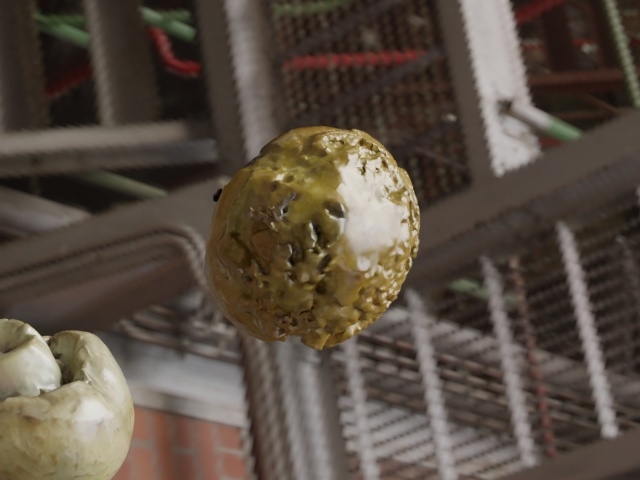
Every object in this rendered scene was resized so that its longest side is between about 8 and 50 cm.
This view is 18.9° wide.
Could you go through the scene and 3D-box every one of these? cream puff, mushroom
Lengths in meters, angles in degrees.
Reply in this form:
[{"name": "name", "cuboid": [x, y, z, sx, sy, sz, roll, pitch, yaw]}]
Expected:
[{"name": "cream puff", "cuboid": [0.000, 0.000, 1.491, 0.129, 0.189, 0.189, 26, -85, 44]}, {"name": "mushroom", "cuboid": [-0.182, 0.108, 1.166, 0.148, 0.148, 0.112, 20, -50, 42]}]
